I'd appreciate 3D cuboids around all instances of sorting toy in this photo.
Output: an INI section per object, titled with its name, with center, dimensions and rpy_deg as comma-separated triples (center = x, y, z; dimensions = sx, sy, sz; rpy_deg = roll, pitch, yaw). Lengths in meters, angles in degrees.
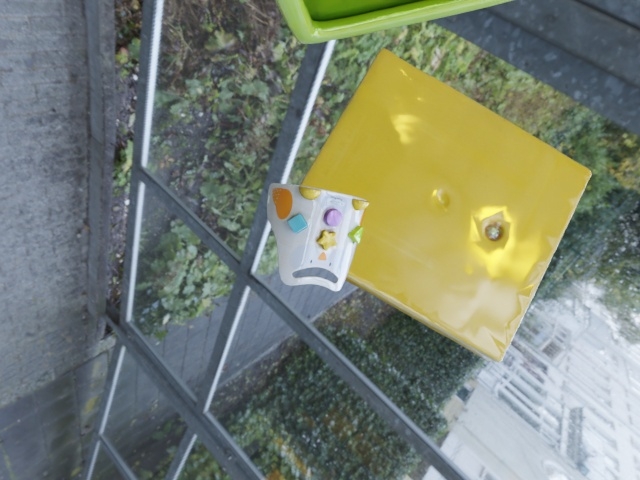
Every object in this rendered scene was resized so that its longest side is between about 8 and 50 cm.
[sorting toy]
center = 0.000, 0.000, 0.345
dimensions = 0.084, 0.045, 0.075
rpy_deg = 9, 91, -24

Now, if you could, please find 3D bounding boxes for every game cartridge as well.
[game cartridge]
center = 0.147, -0.047, 0.576
dimensions = 0.285, 0.324, 0.052
rpy_deg = -60, -179, -8

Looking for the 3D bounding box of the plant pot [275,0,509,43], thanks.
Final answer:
[plant pot]
center = 0.060, -0.274, 0.252
dimensions = 0.228, 0.206, 0.228
rpy_deg = -10, -177, 5
